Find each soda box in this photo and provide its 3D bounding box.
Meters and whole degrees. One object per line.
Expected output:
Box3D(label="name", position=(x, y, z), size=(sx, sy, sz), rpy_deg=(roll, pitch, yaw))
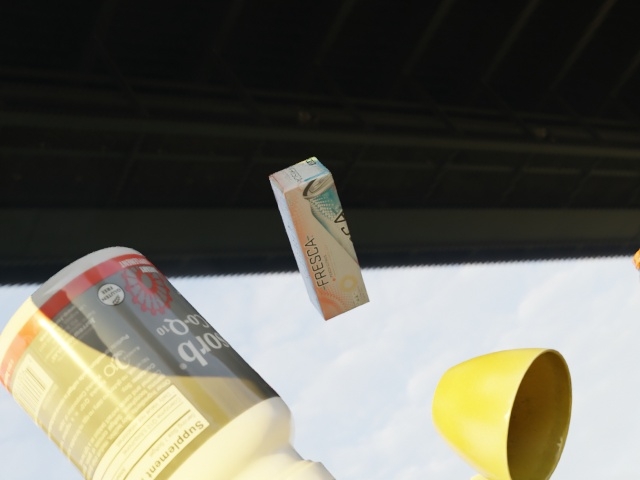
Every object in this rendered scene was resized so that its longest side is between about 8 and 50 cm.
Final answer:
Box3D(label="soda box", position=(0.000, 0.000, 1.323), size=(0.063, 0.058, 0.183), rpy_deg=(-24, -60, -10))

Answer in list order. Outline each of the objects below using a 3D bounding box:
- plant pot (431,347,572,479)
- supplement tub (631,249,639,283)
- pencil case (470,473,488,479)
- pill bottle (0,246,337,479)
Box3D(label="plant pot", position=(0.159, 0.158, 1.040), size=(0.134, 0.095, 0.134), rpy_deg=(-13, -73, -52))
Box3D(label="supplement tub", position=(0.581, 0.082, 1.773), size=(0.117, 0.190, 0.117), rpy_deg=(-26, -26, -14))
Box3D(label="pencil case", position=(0.215, 0.326, 0.943), size=(0.160, 0.183, 0.410), rpy_deg=(-29, 7, -7))
Box3D(label="pill bottle", position=(-0.158, 0.196, 1.205), size=(0.210, 0.363, 0.210), rpy_deg=(-42, -16, -15))
